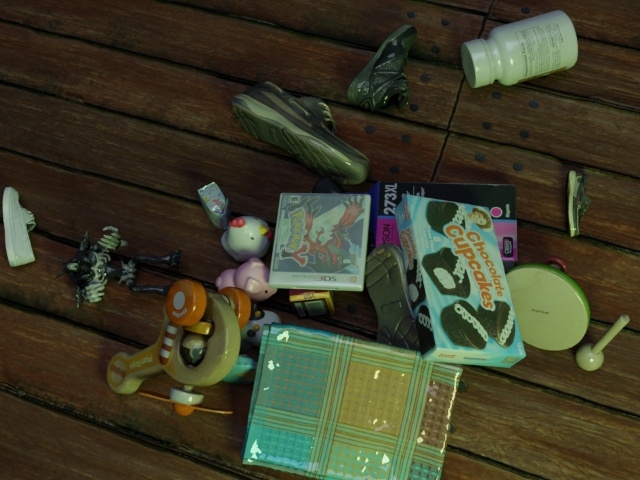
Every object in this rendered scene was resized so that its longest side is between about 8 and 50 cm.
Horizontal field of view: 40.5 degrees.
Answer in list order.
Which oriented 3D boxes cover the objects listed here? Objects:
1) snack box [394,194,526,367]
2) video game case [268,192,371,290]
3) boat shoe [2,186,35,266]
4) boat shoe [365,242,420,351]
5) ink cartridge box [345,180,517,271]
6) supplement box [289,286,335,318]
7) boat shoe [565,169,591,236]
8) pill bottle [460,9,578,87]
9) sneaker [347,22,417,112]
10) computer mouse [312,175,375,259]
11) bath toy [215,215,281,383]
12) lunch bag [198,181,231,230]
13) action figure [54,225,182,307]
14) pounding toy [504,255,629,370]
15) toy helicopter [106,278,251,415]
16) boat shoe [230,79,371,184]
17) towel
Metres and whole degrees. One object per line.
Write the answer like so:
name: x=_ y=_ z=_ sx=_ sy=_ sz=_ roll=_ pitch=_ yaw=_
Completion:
snack box: x=0.253 y=0.072 z=1.601 sx=0.187 sy=0.060 sz=0.322 roll=7 pitch=56 yaw=-23
video game case: x=0.000 y=0.000 z=1.685 sx=0.183 sy=0.023 sz=0.202 roll=1 pitch=64 yaw=10
boat shoe: x=-0.645 y=-0.034 z=1.862 sx=0.063 sy=0.066 sz=0.184 roll=-8 pitch=61 yaw=-14
boat shoe: x=0.175 y=0.164 z=1.652 sx=0.123 sy=0.116 sz=0.325 roll=-13 pitch=80 yaw=42
ink cartridge box: x=0.215 y=-0.031 z=1.781 sx=0.370 sy=0.069 sz=0.176 roll=1 pitch=65 yaw=8
supplement box: x=-0.021 y=0.050 z=1.737 sx=0.080 sy=0.104 sz=0.188 roll=-7 pitch=63 yaw=4
boat shoe: x=0.529 y=-0.078 z=1.774 sx=0.049 sy=0.056 sz=0.152 roll=2 pitch=64 yaw=12
pill bottle: x=0.433 y=-0.413 z=1.903 sx=0.229 sy=0.131 sz=0.131 roll=-16 pitch=64 yaw=-2
sneaker: x=0.172 y=-0.375 z=1.937 sx=0.130 sy=0.087 sz=0.228 roll=32 pitch=74 yaw=17
computer mouse: x=0.045 y=-0.048 z=1.784 sx=0.071 sy=0.041 sz=0.242 roll=-41 pitch=53 yaw=9
bath toy: x=-0.149 y=0.100 z=1.713 sx=0.151 sy=0.129 sz=0.349 roll=-1 pitch=64 yaw=5
lunch bag: x=-0.217 y=-0.069 z=1.832 sx=0.053 sy=0.071 sz=0.083 roll=-27 pitch=63 yaw=-12
action figure: x=-0.422 y=0.056 z=1.756 sx=0.275 sy=0.141 sz=0.164 roll=3 pitch=76 yaw=5
pounding toy: x=0.462 y=0.118 z=1.645 sx=0.236 sy=0.183 sz=0.110 roll=33 pitch=45 yaw=19
toy helicopter: x=-0.276 y=0.229 z=1.606 sx=0.355 sy=0.140 sz=0.235 roll=-25 pitch=65 yaw=36
boat shoe: x=-0.030 y=-0.250 z=1.869 sx=0.355 sy=0.132 sz=0.130 roll=33 pitch=72 yaw=17
towel: x=0.052 y=0.309 z=1.567 sx=0.369 sy=0.040 sz=0.272 roll=11 pitch=95 yaw=6
